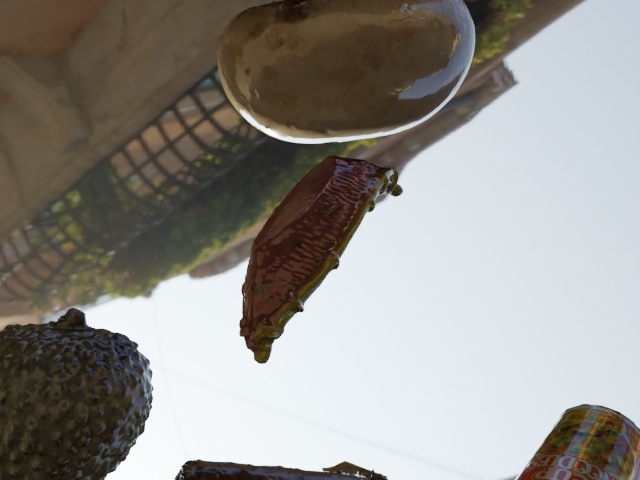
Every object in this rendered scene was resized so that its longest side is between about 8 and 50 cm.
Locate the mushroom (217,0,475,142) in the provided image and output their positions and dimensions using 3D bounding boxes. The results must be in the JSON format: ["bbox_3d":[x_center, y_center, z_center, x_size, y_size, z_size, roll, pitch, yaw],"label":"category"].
[{"bbox_3d":[0.031,-0.287,1.445,0.362,0.362,0.295,-6,-84,41],"label":"mushroom"}]

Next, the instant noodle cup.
[{"bbox_3d":[0.339,0.333,1.355,0.193,0.212,0.193,19,-48,22],"label":"instant noodle cup"}]

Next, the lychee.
[{"bbox_3d":[-0.351,0.225,1.383,0.255,0.255,0.275,-9,-105,42],"label":"lychee"}]

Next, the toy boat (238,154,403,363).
[{"bbox_3d":[-0.003,-0.006,1.098,0.141,0.318,0.099,-19,-67,43],"label":"toy boat"}]

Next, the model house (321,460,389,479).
[{"bbox_3d":[0.073,0.479,1.710,0.207,0.136,0.219,35,-27,-10],"label":"model house"}]

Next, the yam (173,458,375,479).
[{"bbox_3d":[-0.053,0.342,1.303,0.131,0.279,0.131,-169,-90,-69],"label":"yam"}]
